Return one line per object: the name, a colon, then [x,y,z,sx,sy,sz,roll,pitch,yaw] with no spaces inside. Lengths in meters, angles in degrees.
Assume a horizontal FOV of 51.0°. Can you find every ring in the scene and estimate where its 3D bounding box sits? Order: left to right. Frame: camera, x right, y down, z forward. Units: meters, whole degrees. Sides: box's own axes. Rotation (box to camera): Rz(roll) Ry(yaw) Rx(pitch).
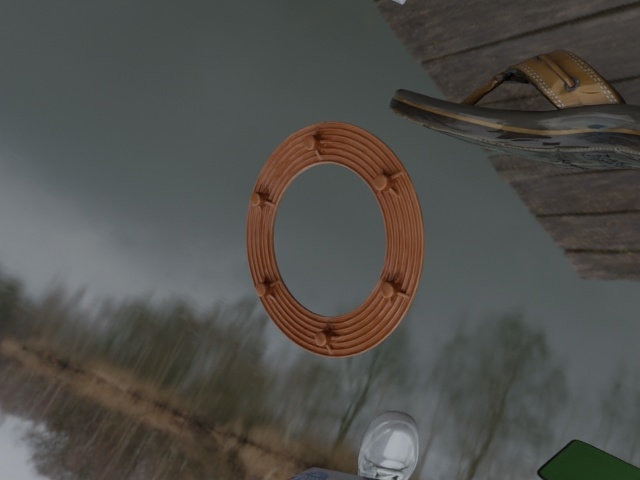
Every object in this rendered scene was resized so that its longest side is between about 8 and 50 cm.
ring: [0.000,0.000,0.949,0.337,0.336,0.032,6,-175,42]

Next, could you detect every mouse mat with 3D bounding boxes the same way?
mouse mat: [0.390,0.320,0.858,0.190,0.007,0.153,23,-161,36]

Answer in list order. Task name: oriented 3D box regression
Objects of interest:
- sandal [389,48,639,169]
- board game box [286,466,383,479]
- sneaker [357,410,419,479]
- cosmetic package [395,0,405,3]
sandal: [0.139,-0.071,0.357,0.219,0.060,0.090,14,-176,43]
board game box: [-0.073,0.440,0.990,0.319,0.318,0.065,-29,80,62]
sneaker: [0.106,0.445,1.131,0.108,0.169,0.292,10,116,-4]
cosmetic package: [0.034,-0.385,0.785,0.238,0.127,0.107,34,177,36]
